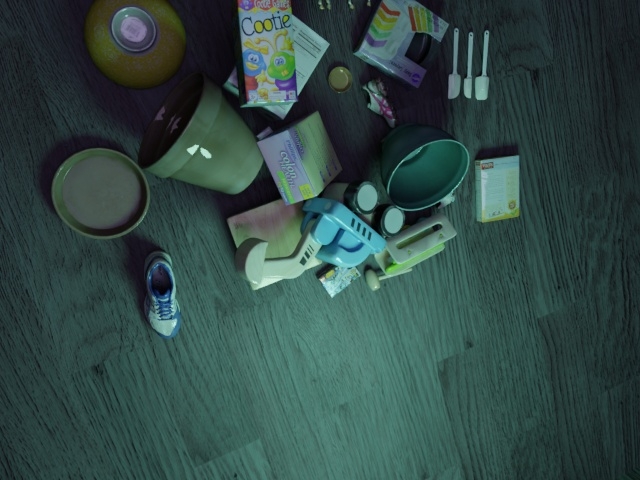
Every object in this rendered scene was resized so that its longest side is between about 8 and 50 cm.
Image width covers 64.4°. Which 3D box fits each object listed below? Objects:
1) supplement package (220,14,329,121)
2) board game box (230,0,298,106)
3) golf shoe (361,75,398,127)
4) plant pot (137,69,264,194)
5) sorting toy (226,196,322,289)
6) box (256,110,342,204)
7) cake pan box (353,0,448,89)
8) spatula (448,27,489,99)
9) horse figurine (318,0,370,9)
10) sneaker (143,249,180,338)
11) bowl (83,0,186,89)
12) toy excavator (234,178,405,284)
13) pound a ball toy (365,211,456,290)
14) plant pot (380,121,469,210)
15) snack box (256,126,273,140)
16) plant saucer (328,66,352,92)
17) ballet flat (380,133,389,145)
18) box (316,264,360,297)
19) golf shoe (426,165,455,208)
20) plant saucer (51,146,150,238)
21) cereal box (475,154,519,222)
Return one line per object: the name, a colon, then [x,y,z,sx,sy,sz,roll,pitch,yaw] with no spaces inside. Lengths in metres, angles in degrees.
supplement package: [-0.144,-0.529,1.546,0.198,0.199,0.263,31,91,-20]
board game box: [-0.152,-0.507,1.366,0.144,0.142,0.276,-7,102,-14]
golf shoe: [0.208,-0.466,1.749,0.085,0.068,0.186,-21,115,21]
plant pot: [-0.328,-0.286,1.508,0.280,0.323,0.323,31,91,-36]
sorting toy: [-0.157,-0.004,1.708,0.255,0.089,0.257,-21,106,-12]
box: [-0.058,-0.263,1.600,0.117,0.243,0.214,-14,110,29]
cake pan box: [0.275,-0.679,1.718,0.266,0.070,0.246,26,95,-21]
spatula: [0.540,-0.635,1.837,0.168,0.019,0.242,-2,101,-11]
horse figurine: [0.059,-0.833,1.621,0.263,0.066,0.175,-12,110,-17]
sneaker: [-0.510,0.186,1.616,0.111,0.131,0.297,-10,105,-17]
bowl: [-0.525,-0.585,1.441,0.289,0.156,0.290,-3,101,-16]
toy excavator: [0.000,0.000,1.601,0.432,0.222,0.446,36,77,-34]
pound a ball toy: [0.303,0.031,1.842,0.319,0.208,0.136,-25,70,-21]
plant pot: [0.322,-0.274,1.716,0.292,0.196,0.293,-14,140,-12]
snack box: [-0.143,-0.287,1.690,0.064,0.022,0.178,-40,109,-7]
plant saucer: [0.065,-0.539,1.707,0.083,0.015,0.084,-3,101,-17]
ballet flat: [0.282,-0.368,1.798,0.168,0.057,0.053,-9,75,-19]
box: [0.066,0.129,1.837,0.137,0.027,0.094,-37,111,-7]
golf shoe: [0.419,-0.193,1.863,0.086,0.069,0.176,-39,108,0]
plant saucer: [-0.664,-0.143,1.549,0.277,0.041,0.278,-3,101,-17]
cereal box: [0.679,-0.200,1.950,0.172,0.047,0.241,-9,103,-16]
